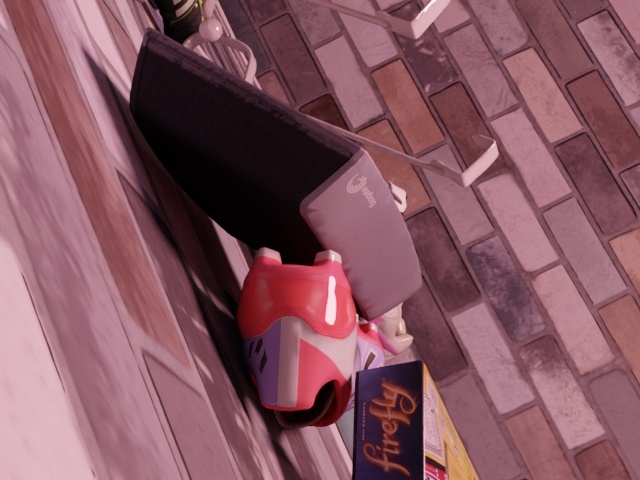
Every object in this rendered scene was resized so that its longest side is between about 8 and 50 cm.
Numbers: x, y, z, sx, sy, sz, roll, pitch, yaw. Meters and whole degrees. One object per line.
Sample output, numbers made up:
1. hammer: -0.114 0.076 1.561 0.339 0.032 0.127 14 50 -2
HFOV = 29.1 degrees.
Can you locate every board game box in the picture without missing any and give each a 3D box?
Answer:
1. board game box: 0.074 0.207 0.715 0.243 0.042 0.165 63 22 -43

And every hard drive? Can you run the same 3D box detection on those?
1. hard drive: -0.024 -0.027 0.785 0.172 0.054 0.255 31 -10 19

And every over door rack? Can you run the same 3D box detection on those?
1. over door rack: -0.012 -0.153 1.200 0.324 0.108 0.239 13 -29 28

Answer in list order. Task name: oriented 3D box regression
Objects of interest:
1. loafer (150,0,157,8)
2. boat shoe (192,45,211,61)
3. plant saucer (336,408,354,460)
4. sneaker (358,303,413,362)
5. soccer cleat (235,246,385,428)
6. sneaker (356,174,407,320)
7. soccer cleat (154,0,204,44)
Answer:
1. loafer: -0.169 -0.326 1.357 0.268 0.092 0.102 -41 106 -88
2. boat shoe: -0.138 -0.195 1.389 0.100 0.035 0.035 57 6 -11
3. plant saucer: 0.076 0.240 1.250 0.318 0.043 0.317 64 1 -2
4. sneaker: 0.039 0.068 1.530 0.252 0.111 0.103 62 2 -44
5. soccer cleat: -0.007 0.081 0.761 0.248 0.083 0.095 74 21 -69
6. sneaker: 0.000 0.000 1.048 0.106 0.078 0.234 50 39 -21
7. soccer cleat: -0.155 -0.264 1.267 0.060 0.072 0.179 48 -35 33
